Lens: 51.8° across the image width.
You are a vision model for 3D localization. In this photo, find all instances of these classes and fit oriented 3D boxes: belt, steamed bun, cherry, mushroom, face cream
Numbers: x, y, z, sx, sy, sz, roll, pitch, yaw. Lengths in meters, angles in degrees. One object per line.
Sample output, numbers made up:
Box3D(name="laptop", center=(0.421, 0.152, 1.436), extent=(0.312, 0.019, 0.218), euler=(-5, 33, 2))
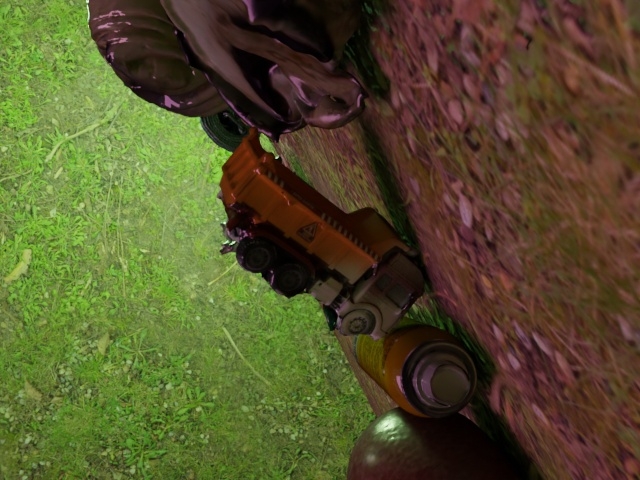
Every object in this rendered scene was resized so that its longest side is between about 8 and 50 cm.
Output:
Box3D(name="belt", center=(-0.227, -0.303, 1.674), extent=(0.163, 0.147, 0.082), euler=(19, -176, -16))
Box3D(name="steamed bun", center=(-0.257, -0.328, 1.102), extent=(0.320, 0.206, 0.275), euler=(27, 163, -5))
Box3D(name="cherry", center=(0.143, 0.324, 0.820), extent=(0.236, 0.213, 0.285), euler=(42, 170, -22))
Box3D(name="mushroom", center=(-0.044, -0.205, 0.615), extent=(0.247, 0.130, 0.344), euler=(37, 174, 6))
Box3D(name="face cream", center=(0.115, 0.153, 0.839), extent=(0.105, 0.105, 0.349), euler=(63, 174, 0))

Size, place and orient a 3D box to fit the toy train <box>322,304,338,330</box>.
Box3D(name="toy train", center=(0.042, 0.113, 1.395), extent=(0.227, 0.091, 0.136), euler=(85, 168, -75))

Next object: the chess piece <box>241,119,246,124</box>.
Box3D(name="chess piece", center=(-0.127, -0.264, 1.371), extent=(0.066, 0.066, 0.122), euler=(66, 168, -21))

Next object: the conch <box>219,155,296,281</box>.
Box3D(name="conch", center=(-0.114, -0.034, 1.413), extent=(0.313, 0.241, 0.186), euler=(50, -175, 24))

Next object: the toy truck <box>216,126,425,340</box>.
Box3D(name="toy truck", center=(0.000, 0.000, 0.753), extent=(0.270, 0.135, 0.114), euler=(37, -168, -28))
